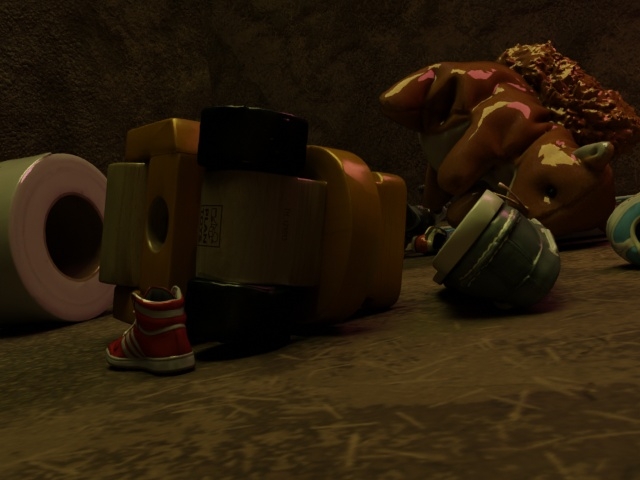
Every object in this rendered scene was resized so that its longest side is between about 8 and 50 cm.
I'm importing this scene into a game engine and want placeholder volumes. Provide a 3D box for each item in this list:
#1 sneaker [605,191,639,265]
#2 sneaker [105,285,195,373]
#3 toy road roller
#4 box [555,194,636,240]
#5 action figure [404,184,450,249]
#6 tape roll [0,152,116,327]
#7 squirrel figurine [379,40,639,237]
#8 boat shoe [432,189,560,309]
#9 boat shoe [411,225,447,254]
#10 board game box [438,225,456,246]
[{"bbox_3d":[0.415,-0.058,0.757,0.237,0.085,0.086,-44,26,16],"label":"sneaker"},{"bbox_3d":[-0.143,0.070,0.583,0.042,0.067,0.118,-9,2,-42],"label":"sneaker"},{"bbox_3d":[-0.062,-0.006,0.731,0.240,0.203,0.329,6,-2,-38],"label":"toy road roller"},{"bbox_3d":[0.522,-0.046,1.367,0.232,0.059,0.322,-7,4,23],"label":"box"},{"bbox_3d":[0.180,-0.042,1.476,0.185,0.099,0.285,-48,-10,15],"label":"action figure"},{"bbox_3d":[-0.423,0.004,1.053,0.169,0.246,0.246,-6,3,23],"label":"tape roll"},{"bbox_3d":[0.368,-0.168,1.202,0.397,0.281,0.370,-34,39,-14],"label":"squirrel figurine"},{"bbox_3d":[0.184,0.022,0.732,0.099,0.116,0.319,37,6,13],"label":"boat shoe"},{"bbox_3d":[0.222,0.000,1.395,0.043,0.049,0.137,-3,7,31],"label":"boat shoe"},{"bbox_3d":[0.313,-0.015,1.591,0.160,0.039,0.211,-9,1,-9],"label":"board game box"}]
